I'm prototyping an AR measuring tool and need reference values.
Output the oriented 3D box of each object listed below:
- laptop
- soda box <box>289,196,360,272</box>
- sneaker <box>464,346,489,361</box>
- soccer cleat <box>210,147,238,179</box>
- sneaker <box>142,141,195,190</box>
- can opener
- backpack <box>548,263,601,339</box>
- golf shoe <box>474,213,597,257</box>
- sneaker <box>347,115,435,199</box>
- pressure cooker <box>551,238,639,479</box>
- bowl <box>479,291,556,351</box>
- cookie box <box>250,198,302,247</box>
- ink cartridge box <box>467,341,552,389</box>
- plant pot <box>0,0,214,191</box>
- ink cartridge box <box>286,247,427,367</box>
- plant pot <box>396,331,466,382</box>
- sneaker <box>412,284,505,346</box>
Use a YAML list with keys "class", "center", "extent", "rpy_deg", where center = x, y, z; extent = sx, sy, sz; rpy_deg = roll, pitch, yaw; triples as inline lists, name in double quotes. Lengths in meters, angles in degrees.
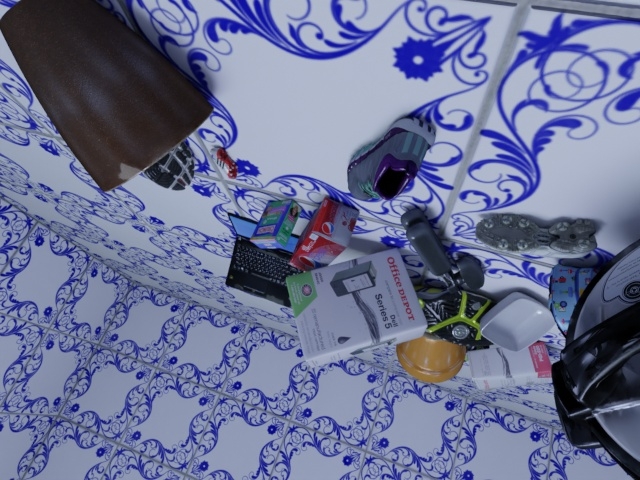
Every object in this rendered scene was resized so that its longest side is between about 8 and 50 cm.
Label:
- class: "laptop"
  center: [-0.171, 0.067, 1.176]
  extent: [0.235, 0.264, 0.136]
  rpy_deg: [19, -166, 7]
- class: "soda box"
  center: [0.000, 0.000, 0.927]
  extent: [0.084, 0.092, 0.263]
  rpy_deg: [23, 158, -7]
- class: "sneaker"
  center: [0.501, 0.336, 1.311]
  extent: [0.097, 0.084, 0.234]
  rpy_deg: [-9, 152, 9]
- class: "soccer cleat"
  center: [-0.198, -0.159, 0.827]
  extent: [0.036, 0.029, 0.083]
  rpy_deg: [20, 157, 28]
- class: "sneaker"
  center: [-0.380, -0.209, 0.817]
  extent: [0.279, 0.107, 0.118]
  rpy_deg: [41, 170, -33]
- class: "can opener"
  center: [0.250, 0.026, 0.820]
  extent: [0.093, 0.074, 0.280]
  rpy_deg: [-32, 135, 20]
- class: "backpack"
  center: [0.483, 0.118, 0.704]
  extent: [0.173, 0.158, 0.117]
  rpy_deg: [44, 143, -20]
- class: "golf shoe"
  center: [0.350, 0.005, 0.666]
  extent: [0.176, 0.069, 0.086]
  rpy_deg: [10, 161, 29]
- class: "sneaker"
  center: [0.086, -0.096, 0.621]
  extent: [0.083, 0.098, 0.223]
  rpy_deg: [25, 157, -9]
- class: "pressure cooker"
  center: [0.520, 0.161, 0.446]
  extent: [0.421, 0.369, 0.375]
  rpy_deg: [31, 177, -17]
- class: "bowl"
  center: [0.456, 0.184, 0.937]
  extent: [0.142, 0.053, 0.142]
  rpy_deg: [30, 118, -17]
- class: "cookie box"
  center: [-0.101, -0.037, 0.913]
  extent: [0.092, 0.107, 0.040]
  rpy_deg: [-2, 149, 44]
- class: "ink cartridge box"
  center: [0.571, 0.384, 1.214]
  extent: [0.218, 0.092, 0.158]
  rpy_deg: [-15, 145, 18]
- class: "plant pot"
  center: [-0.314, -0.226, 0.577]
  extent: [0.216, 0.215, 0.230]
  rpy_deg: [-2, 134, 45]
- class: "ink cartridge box"
  center: [0.079, 0.153, 0.923]
  extent: [0.273, 0.198, 0.114]
  rpy_deg: [-16, 154, -1]
- class: "plant pot"
  center: [0.328, 0.283, 1.179]
  extent: [0.205, 0.205, 0.187]
  rpy_deg: [13, 142, 20]
- class: "sneaker"
  center: [0.298, 0.172, 1.053]
  extent: [0.386, 0.145, 0.147]
  rpy_deg: [10, -166, 6]
